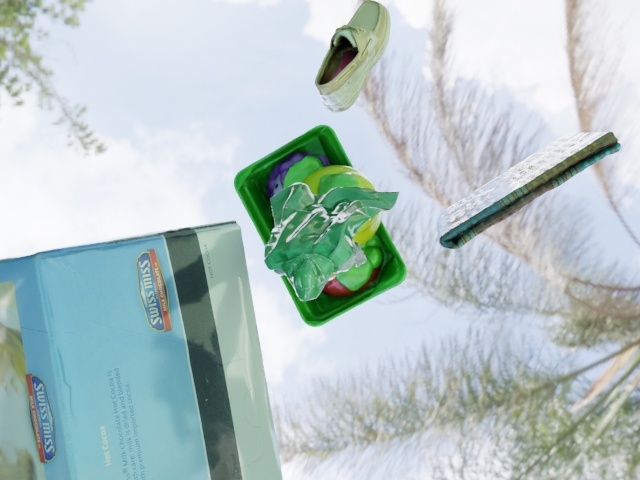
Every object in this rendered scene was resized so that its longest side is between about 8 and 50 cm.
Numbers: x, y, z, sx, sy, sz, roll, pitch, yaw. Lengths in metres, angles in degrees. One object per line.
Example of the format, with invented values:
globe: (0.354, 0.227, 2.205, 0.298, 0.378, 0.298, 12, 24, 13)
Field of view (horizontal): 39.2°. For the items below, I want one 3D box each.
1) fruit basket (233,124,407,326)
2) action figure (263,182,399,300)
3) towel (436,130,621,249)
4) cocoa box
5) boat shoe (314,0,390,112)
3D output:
fruit basket: (0.007, -0.036, 1.806, 0.283, 0.392, 0.392, -29, -135, 13)
action figure: (0.000, 0.000, 0.837, 0.137, 0.063, 0.232, -7, -163, 11)
towel: (0.290, -0.076, 1.327, 0.040, 0.271, 0.370, 57, -171, -1)
cocoa box: (-0.198, 0.175, 0.827, 0.231, 0.347, 0.228, -9, -179, 41)
boat shoe: (0.041, -0.251, 1.169, 0.063, 0.059, 0.170, 8, -113, 34)
